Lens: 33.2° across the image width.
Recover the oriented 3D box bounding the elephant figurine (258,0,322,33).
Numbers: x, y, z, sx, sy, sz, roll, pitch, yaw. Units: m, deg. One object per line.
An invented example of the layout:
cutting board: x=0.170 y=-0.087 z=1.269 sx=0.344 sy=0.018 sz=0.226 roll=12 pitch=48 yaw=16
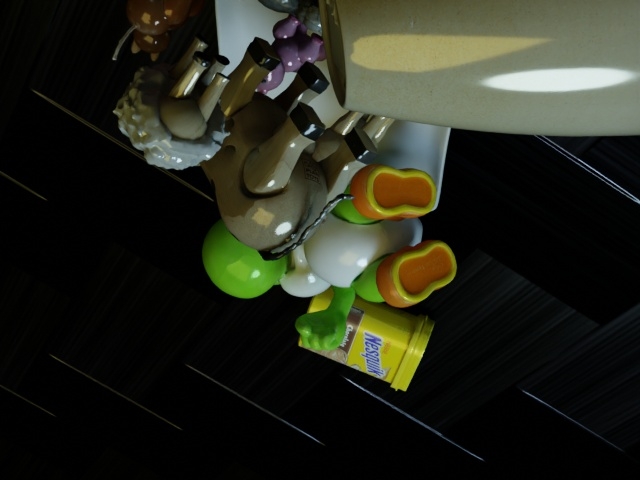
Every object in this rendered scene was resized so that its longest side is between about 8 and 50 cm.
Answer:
elephant figurine: x=0.037 y=-0.320 z=0.992 sx=0.169 sy=0.186 sz=0.239 roll=8 pitch=121 yaw=-36

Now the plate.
plate: x=0.020 y=-0.165 z=1.222 sx=0.278 sy=0.045 sz=0.277 roll=15 pitch=145 yaw=9

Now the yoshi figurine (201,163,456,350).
yoshi figurine: x=-0.020 y=0.014 z=1.300 sx=0.203 sy=0.204 sz=0.362 roll=37 pitch=156 yaw=-24

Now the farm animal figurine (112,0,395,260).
farm animal figurine: x=-0.059 y=-0.098 z=0.999 sx=0.330 sy=0.327 sz=0.172 roll=28 pitch=115 yaw=-29

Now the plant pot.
plant pot: x=0.143 y=-0.194 z=0.908 sx=0.274 sy=0.256 sz=0.256 roll=-10 pitch=136 yaw=-5

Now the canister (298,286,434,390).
canister: x=0.062 y=0.133 z=1.517 sx=0.170 sy=0.073 sz=0.126 roll=22 pitch=139 yaw=5
